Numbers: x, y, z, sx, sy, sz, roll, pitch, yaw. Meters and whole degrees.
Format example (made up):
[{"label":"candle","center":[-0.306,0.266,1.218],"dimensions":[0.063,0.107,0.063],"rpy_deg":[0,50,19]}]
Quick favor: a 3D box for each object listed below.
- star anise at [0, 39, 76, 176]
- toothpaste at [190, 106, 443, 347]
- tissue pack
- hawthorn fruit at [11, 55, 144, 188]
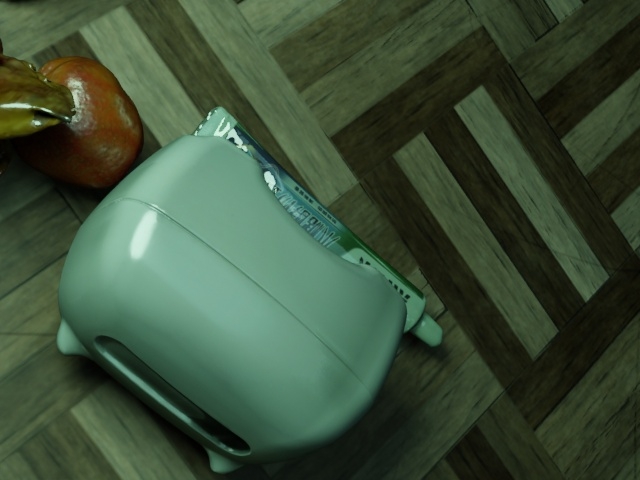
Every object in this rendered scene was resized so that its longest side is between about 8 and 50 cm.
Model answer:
[{"label":"star anise","center":[-0.365,-0.189,1.022],"dimensions":[0.148,0.237,0.346],"rpy_deg":[-25,54,-26]},{"label":"toothpaste","center":[0.000,0.000,1.257],"dimensions":[0.392,0.061,0.099],"rpy_deg":[40,74,-13]},{"label":"tissue pack","center":[-0.097,0.077,1.080],"dimensions":[0.333,0.229,0.236],"rpy_deg":[41,61,-15]},{"label":"hawthorn fruit","center":[-0.248,-0.119,1.107],"dimensions":[0.138,0.133,0.133],"rpy_deg":[37,59,-41]}]
